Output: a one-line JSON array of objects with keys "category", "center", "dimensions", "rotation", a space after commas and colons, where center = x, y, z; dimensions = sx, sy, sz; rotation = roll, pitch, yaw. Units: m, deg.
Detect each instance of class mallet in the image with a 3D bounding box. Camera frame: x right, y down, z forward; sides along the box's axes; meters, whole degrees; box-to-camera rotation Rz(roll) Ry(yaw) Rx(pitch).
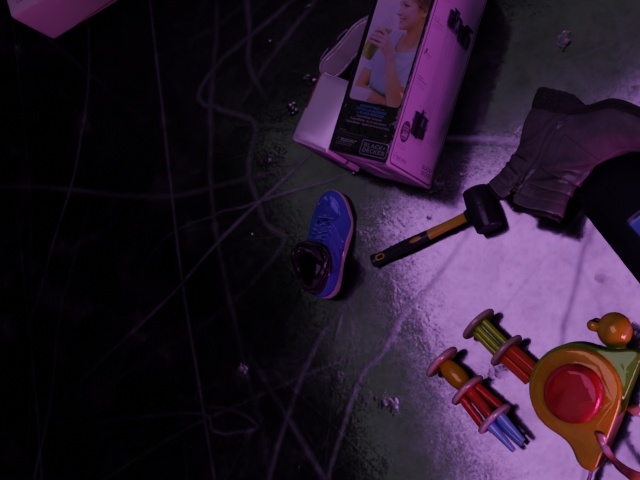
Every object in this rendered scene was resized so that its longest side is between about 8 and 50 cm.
[{"category": "mallet", "center": [0.154, -0.002, 1.382], "dimensions": [0.189, 0.039, 0.062], "rotation": [-34, 67, 19]}]

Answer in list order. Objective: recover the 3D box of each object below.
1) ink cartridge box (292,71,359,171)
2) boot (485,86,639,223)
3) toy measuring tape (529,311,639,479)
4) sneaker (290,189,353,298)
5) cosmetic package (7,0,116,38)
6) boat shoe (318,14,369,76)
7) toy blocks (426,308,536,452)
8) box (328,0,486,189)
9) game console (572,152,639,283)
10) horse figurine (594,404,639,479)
[{"category": "ink cartridge box", "center": [0.027, -0.157, 1.404], "dimensions": [0.056, 0.135, 0.099], "rotation": [24, 92, 21]}, {"category": "boot", "center": [0.318, -0.088, 1.262], "dimensions": [0.246, 0.083, 0.161], "rotation": [25, 89, 57]}, {"category": "toy measuring tape", "center": [0.288, 0.235, 1.249], "dimensions": [0.121, 0.121, 0.330], "rotation": [22, 99, 25]}, {"category": "sneaker", "center": [0.001, 0.000, 1.416], "dimensions": [0.058, 0.084, 0.152], "rotation": [6, 84, 24]}, {"category": "cosmetic package", "center": [-0.349, -0.467, 1.628], "dimensions": [0.309, 0.113, 0.160], "rotation": [-25, 72, 18]}, {"category": "boat shoe", "center": [0.047, -0.278, 1.468], "dimensions": [0.125, 0.038, 0.046], "rotation": [-44, 111, 12]}, {"category": "toy blocks", "center": [0.224, 0.178, 1.309], "dimensions": [0.123, 0.054, 0.148], "rotation": [-47, 67, 10]}, {"category": "box", "center": [0.120, -0.228, 1.360], "dimensions": [0.087, 0.169, 0.290], "rotation": [17, 90, 27]}, {"category": "game console", "center": [0.508, -0.043, 1.167], "dimensions": [0.342, 0.060, 0.387], "rotation": [-38, 52, 12]}, {"category": "horse figurine", "center": [0.432, 0.252, 1.185], "dimensions": [0.263, 0.066, 0.175], "rotation": [-24, 97, 4]}]
